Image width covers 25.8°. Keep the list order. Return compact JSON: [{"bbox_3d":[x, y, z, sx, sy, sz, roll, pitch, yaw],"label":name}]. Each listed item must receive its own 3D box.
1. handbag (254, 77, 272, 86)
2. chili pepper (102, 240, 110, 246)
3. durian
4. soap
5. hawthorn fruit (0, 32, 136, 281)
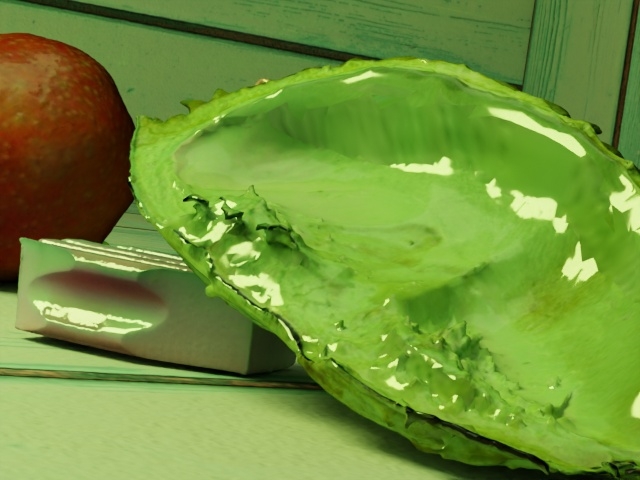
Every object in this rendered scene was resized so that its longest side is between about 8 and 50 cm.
[{"bbox_3d":[0.031,-0.085,1.099,0.157,0.059,0.212,10,5,8],"label":"handbag"},{"bbox_3d":[-0.226,0.005,1.342,0.034,0.030,0.091,34,-7,-25],"label":"chili pepper"},{"bbox_3d":[0.058,0.001,0.683,0.198,0.163,0.394,15,19,-41],"label":"durian"},{"bbox_3d":[-0.096,0.036,0.795,0.149,0.056,0.100,10,1,22],"label":"soap"},{"bbox_3d":[-0.243,-0.056,1.027,0.197,0.196,0.225,9,18,22],"label":"hawthorn fruit"}]
